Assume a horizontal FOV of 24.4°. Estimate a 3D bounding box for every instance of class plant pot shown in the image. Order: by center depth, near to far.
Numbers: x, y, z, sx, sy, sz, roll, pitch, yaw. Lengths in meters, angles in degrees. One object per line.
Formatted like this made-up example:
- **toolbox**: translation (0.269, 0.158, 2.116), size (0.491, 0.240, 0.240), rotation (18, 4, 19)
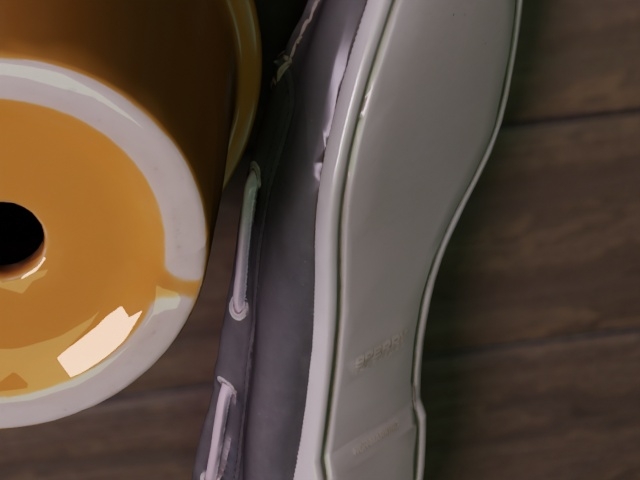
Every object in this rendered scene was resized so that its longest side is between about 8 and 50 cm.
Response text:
- **plant pot**: translation (-0.113, -0.039, 0.514), size (0.205, 0.188, 0.205), rotation (-6, 121, -9)

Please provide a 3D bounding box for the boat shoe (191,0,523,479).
- **boat shoe**: translation (0.000, 0.000, 0.616), size (0.112, 0.095, 0.335), rotation (-19, 126, -46)
